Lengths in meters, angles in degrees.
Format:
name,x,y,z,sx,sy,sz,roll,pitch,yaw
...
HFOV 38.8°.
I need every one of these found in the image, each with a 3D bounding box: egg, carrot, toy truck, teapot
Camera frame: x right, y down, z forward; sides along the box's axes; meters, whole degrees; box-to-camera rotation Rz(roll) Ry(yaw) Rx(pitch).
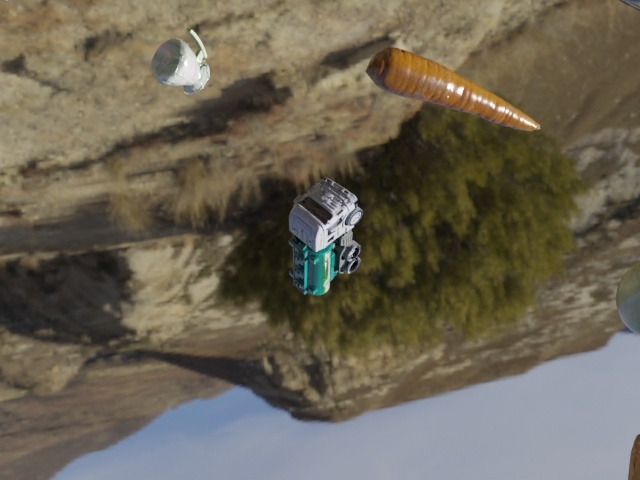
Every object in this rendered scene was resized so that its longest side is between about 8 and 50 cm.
name,x,y,z,sx,sy,sz,roll,pitch,yaw
egg,0.576,0.104,1.586,0.114,0.152,0.114,-8,-143,6
carrot,0.148,-0.156,0.971,0.216,0.048,0.048,17,166,-19
toy truck,0.000,0.000,0.596,0.044,0.039,0.083,-39,154,-25
teapot,-0.183,-0.241,1.226,0.064,0.083,0.064,32,-176,38

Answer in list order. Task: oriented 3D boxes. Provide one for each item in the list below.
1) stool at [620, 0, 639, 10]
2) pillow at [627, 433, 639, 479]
name,x,y,z,sx,sy,sz,roll,pitch,yaw
stool,0.375,-0.305,1.023,0.096,0.096,0.110,-14,173,43
pillow,0.413,0.320,1.024,0.034,0.211,0.135,-32,-162,39
